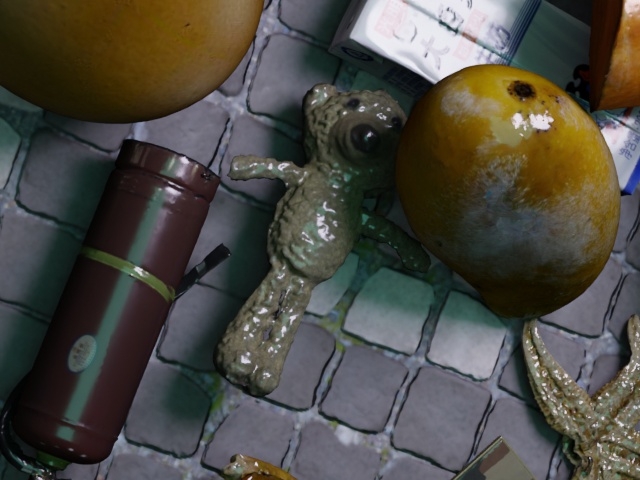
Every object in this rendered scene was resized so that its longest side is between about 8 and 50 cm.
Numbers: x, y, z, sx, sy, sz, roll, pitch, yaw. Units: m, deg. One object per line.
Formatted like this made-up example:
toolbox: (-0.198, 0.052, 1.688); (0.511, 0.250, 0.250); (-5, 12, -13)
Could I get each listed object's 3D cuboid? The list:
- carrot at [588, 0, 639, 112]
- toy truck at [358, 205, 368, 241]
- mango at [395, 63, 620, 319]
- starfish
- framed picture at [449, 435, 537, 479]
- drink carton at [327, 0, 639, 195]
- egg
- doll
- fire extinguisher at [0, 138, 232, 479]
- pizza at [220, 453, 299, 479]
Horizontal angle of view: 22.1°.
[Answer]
carrot: (0.370, -0.231, 1.445); (0.331, 0.193, 0.214); (-9, 47, -9)
toy truck: (0.013, -0.004, 1.550); (0.083, 0.024, 0.032); (-28, 98, -12)
mango: (0.173, -0.030, 1.471); (0.193, 0.316, 0.146); (-6, 48, 15)
starfish: (0.289, 0.172, 1.597); (0.138, 0.050, 0.247); (-23, 97, -14)
framed picture: (0.143, 0.305, 1.579); (0.201, 0.010, 0.136); (-40, 96, -10)
drink carton: (0.175, -0.166, 1.550); (0.315, 0.106, 0.130); (29, 81, -10)
egg: (-0.204, -0.260, 1.376); (0.351, 0.282, 0.282); (45, 80, -7)
doll: (-0.014, -0.011, 1.491); (0.286, 0.091, 0.203); (-37, 89, -12)
fire extinguisher: (-0.183, 0.088, 1.462); (0.141, 0.105, 0.341); (22, 81, -10)
pizza: (-0.068, 0.311, 1.507); (0.147, 0.069, 0.226); (13, 89, -34)
